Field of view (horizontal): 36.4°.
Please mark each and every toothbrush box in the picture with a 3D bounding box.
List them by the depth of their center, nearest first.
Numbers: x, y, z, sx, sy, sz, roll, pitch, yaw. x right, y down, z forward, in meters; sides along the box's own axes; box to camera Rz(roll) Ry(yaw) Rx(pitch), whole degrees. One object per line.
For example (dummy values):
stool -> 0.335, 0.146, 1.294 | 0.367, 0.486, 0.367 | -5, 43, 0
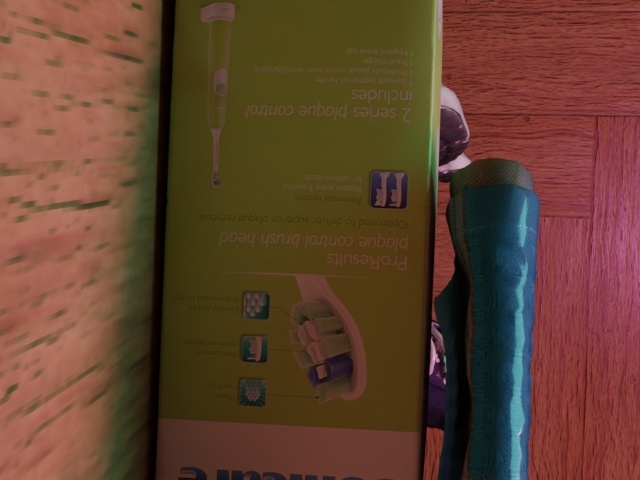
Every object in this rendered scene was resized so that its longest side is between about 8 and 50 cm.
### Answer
toothbrush box -> 0.000, 0.000, 0.513 | 0.206, 0.122, 0.283 | 24, 69, -83

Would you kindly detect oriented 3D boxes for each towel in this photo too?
towel -> 0.067, 0.173, 0.478 | 0.271, 0.040, 0.370 | 72, 23, -74

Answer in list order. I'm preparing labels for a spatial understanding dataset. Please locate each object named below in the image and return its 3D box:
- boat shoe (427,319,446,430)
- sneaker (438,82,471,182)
boat shoe -> 0.070, 0.085, 0.948 | 0.340, 0.158, 0.127 | 81, 12, -57
sneaker -> 0.050, -0.133, 0.900 | 0.410, 0.158, 0.182 | 72, 2, -84
